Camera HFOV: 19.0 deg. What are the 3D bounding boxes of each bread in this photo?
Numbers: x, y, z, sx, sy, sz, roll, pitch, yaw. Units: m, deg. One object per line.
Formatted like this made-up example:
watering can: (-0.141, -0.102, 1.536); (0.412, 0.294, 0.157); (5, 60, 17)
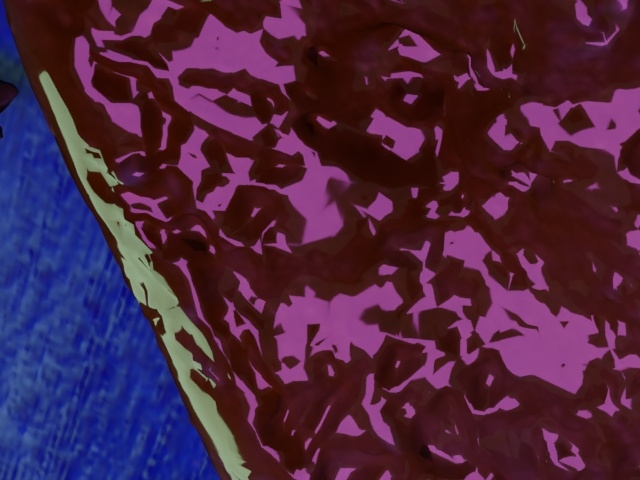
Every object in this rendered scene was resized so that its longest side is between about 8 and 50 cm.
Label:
bread: (0.044, -0.042, 0.504); (0.196, 0.176, 0.246); (-12, 113, 23)

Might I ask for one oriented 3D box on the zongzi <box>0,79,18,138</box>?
zongzi: (-0.280, -0.129, 0.681); (0.289, 0.123, 0.260); (-8, 116, 24)
